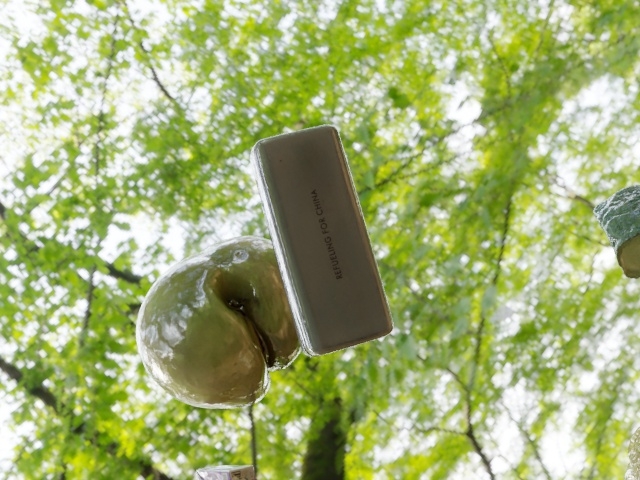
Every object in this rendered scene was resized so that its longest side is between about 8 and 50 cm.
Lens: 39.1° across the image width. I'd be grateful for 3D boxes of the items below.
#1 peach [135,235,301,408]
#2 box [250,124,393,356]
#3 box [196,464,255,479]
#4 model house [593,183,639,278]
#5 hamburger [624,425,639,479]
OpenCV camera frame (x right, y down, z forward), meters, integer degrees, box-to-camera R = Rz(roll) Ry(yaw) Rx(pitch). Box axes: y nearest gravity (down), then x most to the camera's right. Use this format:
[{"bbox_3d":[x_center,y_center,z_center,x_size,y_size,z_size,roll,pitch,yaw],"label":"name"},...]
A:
[{"bbox_3d":[-0.151,0.129,1.431,0.292,0.247,0.292,-50,3,3],"label":"peach"},{"bbox_3d":[0.000,0.000,0.992,0.103,0.243,0.055,-15,-4,-15],"label":"box"},{"bbox_3d":[-0.156,0.392,1.484,0.051,0.117,0.036,-4,-100,-35],"label":"box"},{"bbox_3d":[0.327,-0.014,0.910,0.079,0.083,0.066,-26,-56,15],"label":"model house"},{"bbox_3d":[0.298,0.177,0.452,0.283,0.260,0.144,44,-120,-28],"label":"hamburger"}]
